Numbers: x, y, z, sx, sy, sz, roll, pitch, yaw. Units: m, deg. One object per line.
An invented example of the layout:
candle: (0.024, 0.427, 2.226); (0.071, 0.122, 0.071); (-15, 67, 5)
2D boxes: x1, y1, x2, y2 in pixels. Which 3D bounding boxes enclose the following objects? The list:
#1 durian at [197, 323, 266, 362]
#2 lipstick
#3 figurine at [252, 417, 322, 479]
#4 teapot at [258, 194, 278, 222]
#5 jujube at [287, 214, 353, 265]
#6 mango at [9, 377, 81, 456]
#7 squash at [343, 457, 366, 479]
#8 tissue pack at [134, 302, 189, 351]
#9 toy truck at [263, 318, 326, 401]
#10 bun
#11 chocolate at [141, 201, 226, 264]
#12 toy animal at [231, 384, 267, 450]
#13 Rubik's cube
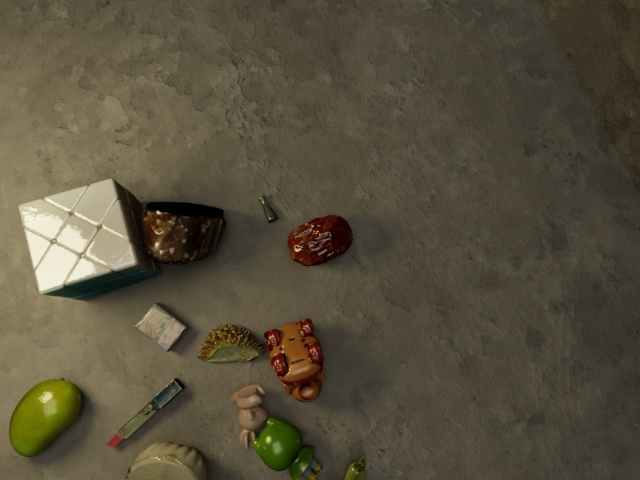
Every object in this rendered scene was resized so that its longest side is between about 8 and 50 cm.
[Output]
durian: (-0.328, 0.385, 1.712); (0.252, 0.144, 0.139); (-1, 117, -11)
lipstick: (-0.624, 0.620, 1.657); (0.312, 0.051, 0.051); (-42, 86, -8)
figurine: (-0.110, 0.744, 1.631); (0.263, 0.143, 0.162); (41, 69, -7)
teapot: (-0.210, -0.127, 1.835); (0.043, 0.043, 0.110); (-26, 78, -9)
jujube: (0.000, 0.000, 1.761); (0.251, 0.174, 0.174); (-18, 81, -10)
mango: (-0.952, 0.597, 1.587); (0.273, 0.149, 0.185); (-44, 87, -6)
squash: (0.125, 0.851, 1.656); (0.090, 0.075, 0.200); (14, 100, 17)
tissue pack: (-0.581, 0.319, 1.708); (0.155, 0.065, 0.115); (38, 81, 2)
toy truck: (-0.081, 0.440, 1.679); (0.189, 0.239, 0.264); (-16, 40, -8)
bun: (-0.501, 0.772, 1.587); (0.264, 0.175, 0.262); (3, 115, 6)
chocolate: (-0.492, -0.018, 1.662); (0.225, 0.340, 0.209); (13, 100, 21)
toy animal: (-0.244, 0.630, 1.659); (0.125, 0.124, 0.212); (-4, 100, -5)
Rubik's cube: (-0.786, 0.008, 1.626); (0.322, 0.316, 0.318); (-18, 81, -9)
